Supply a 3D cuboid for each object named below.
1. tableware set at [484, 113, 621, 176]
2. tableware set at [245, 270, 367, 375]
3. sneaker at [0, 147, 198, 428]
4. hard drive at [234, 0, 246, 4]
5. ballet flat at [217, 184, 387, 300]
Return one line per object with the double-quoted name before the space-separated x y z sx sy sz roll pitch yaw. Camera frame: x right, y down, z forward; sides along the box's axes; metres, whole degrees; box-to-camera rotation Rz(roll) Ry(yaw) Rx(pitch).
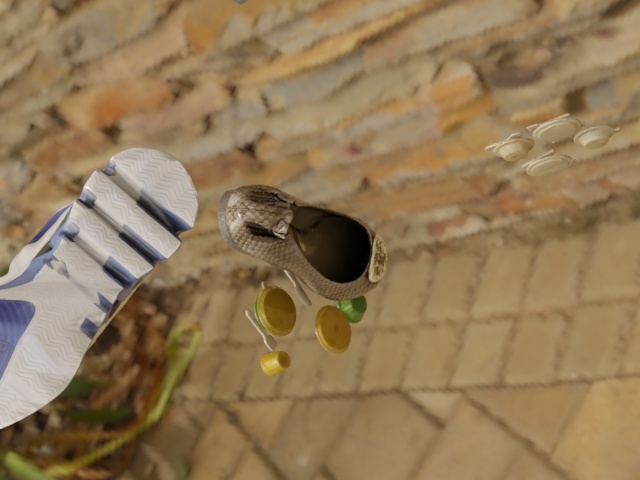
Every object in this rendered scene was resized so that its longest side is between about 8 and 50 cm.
"tableware set" 0.309 -0.127 2.003 0.141 0.168 0.020 -26 64 36
"tableware set" -0.013 0.070 1.420 0.024 0.104 0.154 -21 18 42
"sneaker" -0.243 0.051 1.427 0.315 0.127 0.182 -45 4 -9
"hard drive" -0.082 -0.347 1.824 0.135 0.094 0.022 -31 50 30
"ballet flat" 0.000 0.000 1.359 0.058 0.250 0.084 -8 72 32
